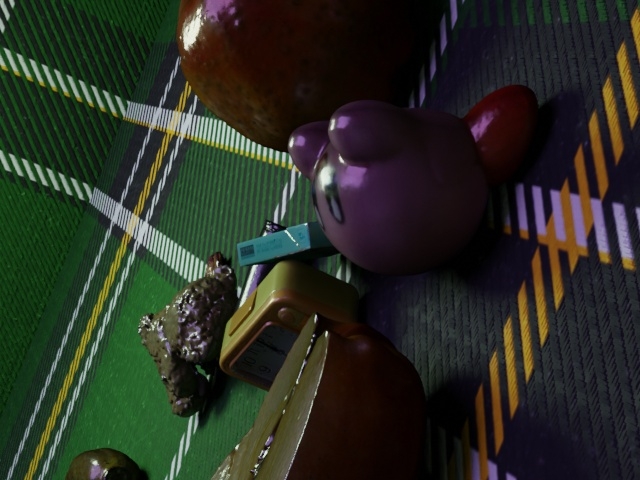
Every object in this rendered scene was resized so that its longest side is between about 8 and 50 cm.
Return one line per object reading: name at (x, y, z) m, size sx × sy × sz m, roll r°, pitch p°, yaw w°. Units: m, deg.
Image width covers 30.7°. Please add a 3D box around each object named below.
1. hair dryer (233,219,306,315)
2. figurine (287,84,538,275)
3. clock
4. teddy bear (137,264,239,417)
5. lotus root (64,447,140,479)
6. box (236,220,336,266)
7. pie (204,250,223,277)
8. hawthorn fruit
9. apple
hair dryer at (-0.045, 0.077, 1.831) m, size 0.251 × 0.089 × 0.197 m, roll 11°, pitch 80°, yaw 62°
figurine at (0.114, -0.064, 1.441) m, size 0.270 × 0.261 × 0.211 m, roll -12°, pitch 86°, yaw 63°
clock at (-0.046, 0.131, 1.685) m, size 0.202 × 0.143 × 0.096 m, roll -49°, pitch 26°, yaw 40°
teddy bear at (-0.217, 0.156, 2.057) m, size 0.256 × 0.156 × 0.267 m, roll -33°, pitch 39°, yaw 53°
lotus root at (-0.432, 0.471, 2.298) m, size 0.241 × 0.124 × 0.123 m, roll -32°, pitch 52°, yaw 57°
box at (0.000, 0.000, 1.672) m, size 0.229 × 0.162 × 0.041 m, roll -15°, pitch 82°, yaw 61°
pie at (-0.213, 0.086, 2.272) m, size 0.092 × 0.034 × 0.170 m, roll -46°, pitch 30°, yaw 52°
hawthorn fruit at (-0.056, -0.341, 1.842) m, size 0.403 × 0.403 × 0.403 m, roll -50°, pitch 28°, yaw 39°
apple at (-0.028, 0.263, 1.340) m, size 0.329 × 0.295 × 0.365 m, roll 28°, pitch 92°, yaw 39°
